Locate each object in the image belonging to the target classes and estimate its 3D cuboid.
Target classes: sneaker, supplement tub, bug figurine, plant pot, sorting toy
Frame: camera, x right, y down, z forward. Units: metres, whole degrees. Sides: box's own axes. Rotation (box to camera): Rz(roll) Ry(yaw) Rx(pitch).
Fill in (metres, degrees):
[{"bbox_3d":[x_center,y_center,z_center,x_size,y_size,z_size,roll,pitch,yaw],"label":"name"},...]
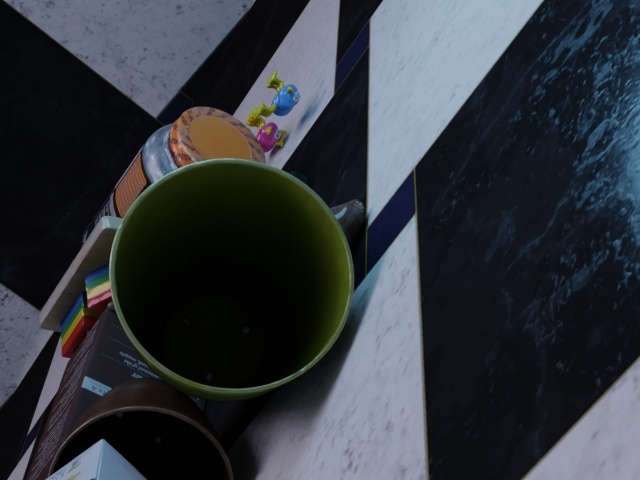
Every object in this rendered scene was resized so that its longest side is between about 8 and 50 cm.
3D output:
[{"bbox_3d":[0.000,0.000,1.760,0.071,0.066,0.188,-50,13,-29],"label":"sneaker"},{"bbox_3d":[-0.226,-0.049,2.125,0.316,0.193,0.194,-48,19,38],"label":"supplement tub"},{"bbox_3d":[-0.105,-0.138,2.305,0.216,0.072,0.279,147,145,-72],"label":"bug figurine"},{"bbox_3d":[-0.119,0.083,1.655,0.293,0.274,0.275,115,179,-69],"label":"plant pot"},{"bbox_3d":[-0.215,0.259,1.685,0.215,0.215,0.230,-58,12,11],"label":"plant pot"},{"bbox_3d":[-0.257,0.097,2.067,0.255,0.257,0.089,-51,39,38],"label":"sorting toy"}]

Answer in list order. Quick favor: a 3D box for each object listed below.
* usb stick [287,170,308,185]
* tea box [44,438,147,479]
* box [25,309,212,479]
[{"bbox_3d":[-0.102,-0.011,2.113,0.278,0.045,0.077,-45,21,45],"label":"usb stick"},{"bbox_3d":[-0.286,0.440,1.390,0.329,0.220,0.323,-36,21,15],"label":"tea box"},{"bbox_3d":[-0.283,0.289,1.883,0.143,0.191,0.381,-51,18,34],"label":"box"}]
